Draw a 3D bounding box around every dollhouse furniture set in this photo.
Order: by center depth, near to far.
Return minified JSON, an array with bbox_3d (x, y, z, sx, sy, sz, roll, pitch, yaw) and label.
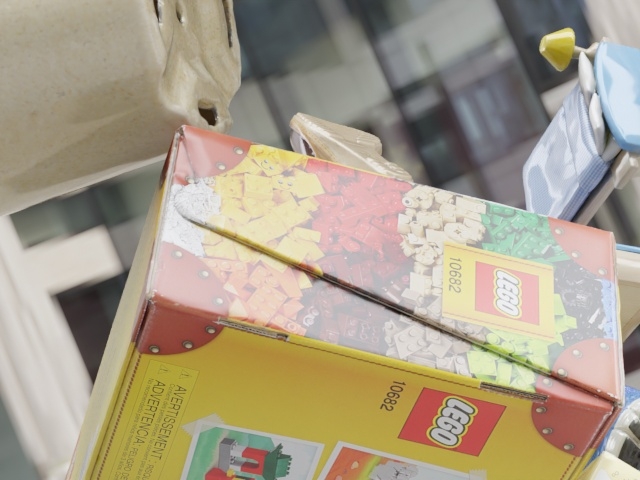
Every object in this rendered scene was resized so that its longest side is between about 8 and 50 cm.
[{"bbox_3d":[0.190,-0.030,1.963,0.198,0.303,0.286,11,-39,-18],"label":"dollhouse furniture set"}]

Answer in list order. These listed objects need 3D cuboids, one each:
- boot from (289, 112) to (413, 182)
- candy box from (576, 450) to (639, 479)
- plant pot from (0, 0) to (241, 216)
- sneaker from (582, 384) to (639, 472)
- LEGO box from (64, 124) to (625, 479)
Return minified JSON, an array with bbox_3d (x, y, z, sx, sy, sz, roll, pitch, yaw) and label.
[{"bbox_3d":[0.000,0.000,1.845,0.090,0.206,0.248,14,15,-23],"label":"boot"},{"bbox_3d":[0.333,0.310,1.643,0.087,0.316,0.183,-57,-4,-20],"label":"candy box"},{"bbox_3d":[-0.245,-0.164,1.643,0.305,0.333,0.334,-11,-1,17],"label":"plant pot"},{"bbox_3d":[0.307,0.294,2.021,0.130,0.330,0.147,-3,21,-21],"label":"sneaker"},{"bbox_3d":[-0.010,0.178,1.663,0.373,0.193,0.500,14,-45,-9],"label":"LEGO box"}]
